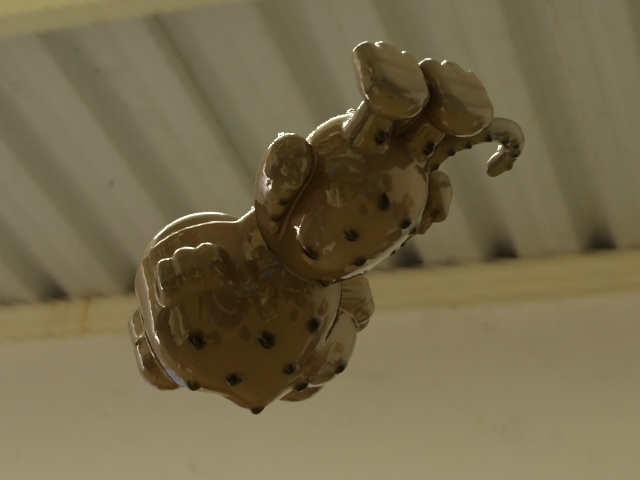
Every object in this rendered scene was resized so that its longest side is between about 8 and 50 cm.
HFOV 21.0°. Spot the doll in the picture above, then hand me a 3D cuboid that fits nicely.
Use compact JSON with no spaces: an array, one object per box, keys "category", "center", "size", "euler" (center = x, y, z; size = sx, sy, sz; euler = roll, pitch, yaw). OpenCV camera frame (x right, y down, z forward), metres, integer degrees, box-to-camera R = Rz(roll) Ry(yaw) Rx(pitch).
[{"category":"doll","center":[-0.001,-0.001,1.024],"size":[0.154,0.119,0.278],"euler":[20,-52,-37]}]
